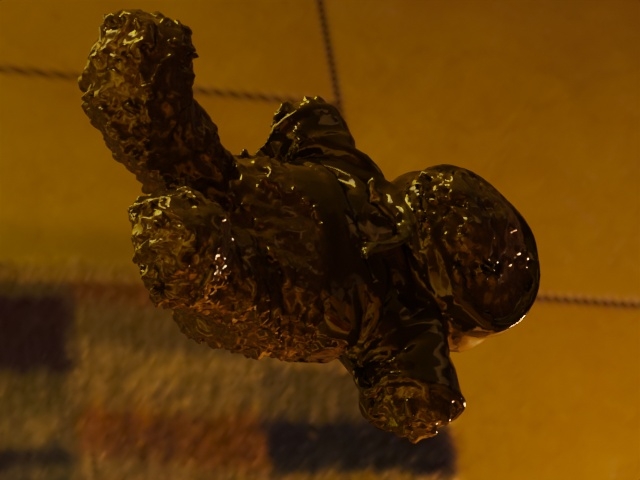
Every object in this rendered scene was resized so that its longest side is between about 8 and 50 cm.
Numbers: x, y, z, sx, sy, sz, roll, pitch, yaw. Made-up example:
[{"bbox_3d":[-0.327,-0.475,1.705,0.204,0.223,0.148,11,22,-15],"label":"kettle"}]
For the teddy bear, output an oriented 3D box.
[{"bbox_3d":[-0.007,0.005,0.545,0.160,0.078,0.119,15,43,-40],"label":"teddy bear"}]
